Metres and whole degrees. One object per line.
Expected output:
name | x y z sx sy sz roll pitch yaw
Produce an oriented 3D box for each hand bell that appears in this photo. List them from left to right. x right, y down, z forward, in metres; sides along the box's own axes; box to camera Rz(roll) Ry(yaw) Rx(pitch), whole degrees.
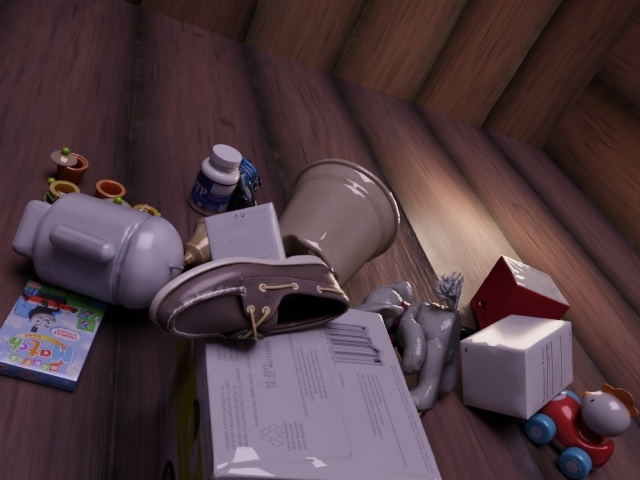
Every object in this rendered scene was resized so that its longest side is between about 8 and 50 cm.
hand bell | -0.331 0.056 1.408 0.126 0.126 0.242 35 44 11

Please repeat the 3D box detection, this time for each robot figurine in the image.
robot figurine | -0.438 0.023 1.221 0.354 0.199 0.300 16 -3 4

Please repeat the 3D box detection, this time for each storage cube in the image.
storage cube | 0.607 0.194 1.810 0.215 0.193 0.183 22 26 -9

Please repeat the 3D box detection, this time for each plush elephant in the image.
plush elephant | 0.193 0.218 1.417 0.256 0.329 0.272 10 9 26

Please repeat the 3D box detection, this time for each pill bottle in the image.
pill bottle | -0.291 -0.170 1.656 0.112 0.186 0.112 20 32 -13

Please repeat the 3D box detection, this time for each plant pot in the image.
plant pot | 0.000 0.000 1.560 0.334 0.333 0.305 32 43 6

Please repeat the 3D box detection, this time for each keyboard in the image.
keyboard | 0.478 0.300 1.742 0.192 0.038 0.100 21 9 -11

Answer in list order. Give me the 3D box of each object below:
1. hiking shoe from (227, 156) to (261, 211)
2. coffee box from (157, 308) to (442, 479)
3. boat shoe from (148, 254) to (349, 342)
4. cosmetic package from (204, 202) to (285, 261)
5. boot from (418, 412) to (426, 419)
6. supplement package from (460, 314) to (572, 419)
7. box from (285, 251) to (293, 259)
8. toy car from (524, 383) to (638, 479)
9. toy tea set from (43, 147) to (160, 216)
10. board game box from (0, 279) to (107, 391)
hiking shoe | -0.229 -0.179 1.788 0.132 0.113 0.304 5 38 -31
coffee box | -0.071 0.327 0.975 0.339 0.334 0.337 11 37 -22
boat shoe | -0.089 0.094 0.873 0.325 0.116 0.096 -4 41 -46
cosmetic package | -0.129 0.073 1.173 0.138 0.224 0.224 -14 76 -3
boot | 0.140 0.392 1.287 0.219 0.082 0.106 -17 56 -47
supplement package | 0.515 0.318 1.538 0.178 0.175 0.293 3 9 43
box | -0.131 0.120 1.391 0.093 0.158 0.156 30 32 6
toy car | 0.685 0.438 1.495 0.219 0.237 0.210 -12 50 -47
toy tea set | -0.547 -0.123 1.448 0.336 0.124 0.200 33 32 7
board game box | -0.516 0.177 1.125 0.160 0.039 0.211 19 34 -15
